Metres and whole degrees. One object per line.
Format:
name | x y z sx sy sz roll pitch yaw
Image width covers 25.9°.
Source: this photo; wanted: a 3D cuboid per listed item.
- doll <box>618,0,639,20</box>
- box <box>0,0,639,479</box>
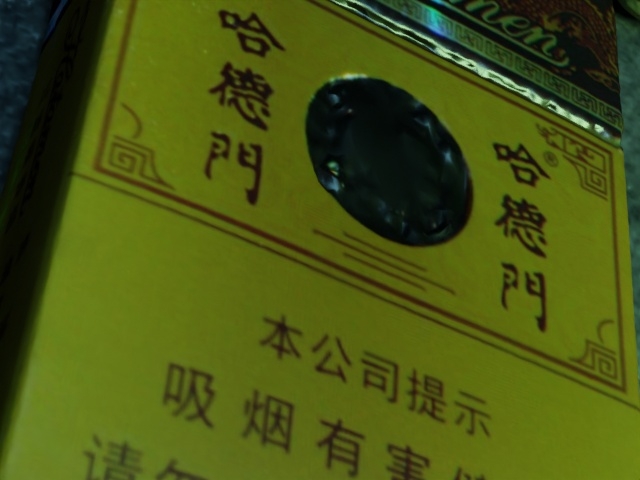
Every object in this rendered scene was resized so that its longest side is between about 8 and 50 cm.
doll | 0.234 -0.160 0.867 0.179 0.089 0.102 47 49 -34
box | 0.000 0.000 0.590 0.264 0.116 0.415 23 50 -20
